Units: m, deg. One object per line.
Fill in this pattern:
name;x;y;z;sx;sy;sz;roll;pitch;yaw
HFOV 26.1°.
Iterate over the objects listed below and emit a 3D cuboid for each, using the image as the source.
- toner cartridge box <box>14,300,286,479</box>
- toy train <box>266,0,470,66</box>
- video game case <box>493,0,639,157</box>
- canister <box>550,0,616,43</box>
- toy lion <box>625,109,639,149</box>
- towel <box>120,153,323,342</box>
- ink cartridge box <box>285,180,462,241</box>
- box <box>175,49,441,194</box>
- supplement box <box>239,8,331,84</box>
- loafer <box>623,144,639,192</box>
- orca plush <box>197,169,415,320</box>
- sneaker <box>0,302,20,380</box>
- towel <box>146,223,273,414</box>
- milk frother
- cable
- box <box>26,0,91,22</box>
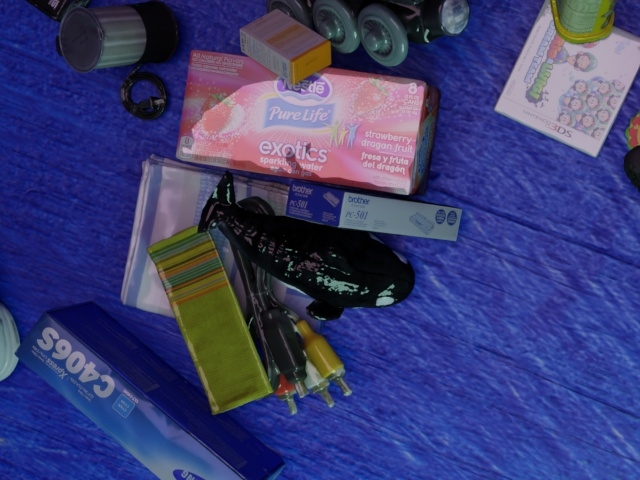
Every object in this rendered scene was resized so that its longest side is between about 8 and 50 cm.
toner cartridge box;-0.215;0.218;1.776;0.348;0.165;0.075;39;100;9
toy train;0.039;-0.328;1.642;0.334;0.142;0.190;21;135;47
video game case;0.314;-0.204;1.723;0.143;0.019;0.157;26;97;10
canister;0.313;-0.319;1.630;0.073;0.170;0.126;-7;79;4
toy lion;0.421;-0.114;1.700;0.096;0.034;0.100;16;96;18
towel;-0.118;0.016;1.815;0.285;0.034;0.209;13;95;11
ink cartridge box;0.067;-0.035;1.677;0.097;0.207;0.046;14;96;46
box;-0.012;-0.146;1.726;0.299;0.154;0.142;9;94;12
supplement box;-0.042;-0.232;1.648;0.062;0.036;0.098;-33;51;-28
loafer;0.525;-0.009;1.614;0.366;0.134;0.130;43;93;-5
orca plush;0.000;0.000;1.700;0.287;0.102;0.151;36;71;-10
sneaker;-0.500;0.048;1.836;0.114;0.152;0.305;-27;85;14
towel;-0.144;0.101;1.774;0.102;0.021;0.237;-25;85;33
milk frother;-0.261;-0.228;1.783;0.129;0.134;0.143;-27;83;42
cable;-0.064;0.090;1.782;0.139;0.072;0.287;-23;83;31
box;-0.347;-0.400;1.825;0.147;0.077;0.180;36;98;8
